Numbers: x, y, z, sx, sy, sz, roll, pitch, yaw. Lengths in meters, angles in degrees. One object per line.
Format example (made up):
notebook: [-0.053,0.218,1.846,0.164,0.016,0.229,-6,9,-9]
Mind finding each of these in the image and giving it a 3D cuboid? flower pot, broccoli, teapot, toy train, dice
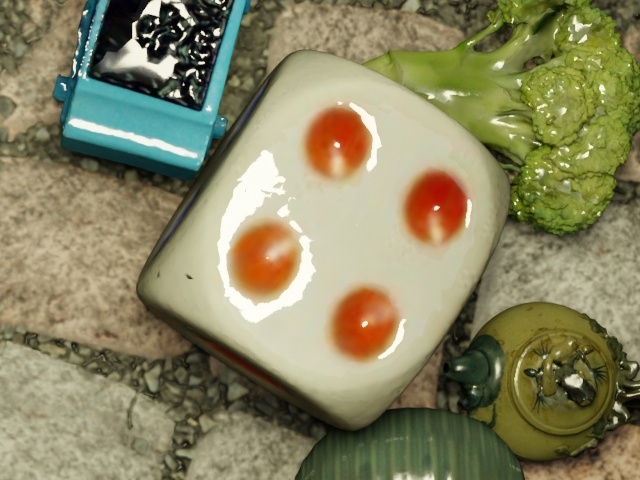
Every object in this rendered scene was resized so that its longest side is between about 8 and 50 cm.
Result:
flower pot: [0.092,0.265,1.877,0.243,0.189,0.157,-6,50,1]
broccoli: [0.219,-0.171,1.933,0.302,0.186,0.254,35,91,-11]
teapot: [0.257,0.152,1.916,0.270,0.182,0.173,9,84,-9]
toy train: [-0.162,-0.221,1.837,0.188,0.265,0.300,14,82,-7]
dice: [0.000,0.000,1.824,0.277,0.304,0.304,34,82,-5]
